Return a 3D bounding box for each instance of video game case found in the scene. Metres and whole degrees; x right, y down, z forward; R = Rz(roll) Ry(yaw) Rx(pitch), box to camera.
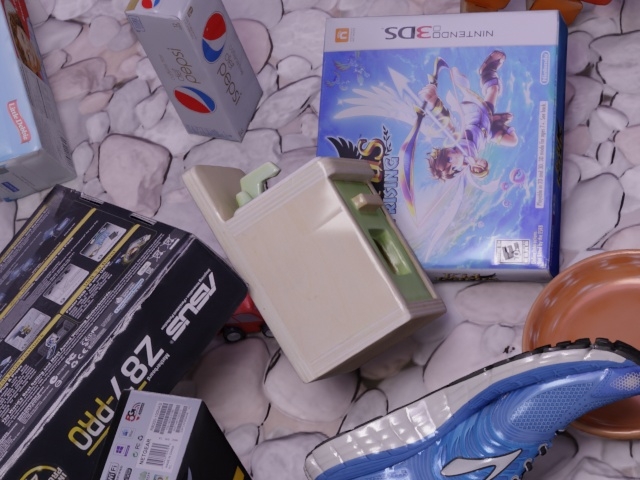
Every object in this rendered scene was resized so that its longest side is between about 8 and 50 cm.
[{"bbox_3d":[0.118,-0.094,1.844,0.244,0.061,0.269,0,77,17],"label":"video game case"}]

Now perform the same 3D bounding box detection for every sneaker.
[{"bbox_3d":[0.156,0.191,1.661,0.330,0.130,0.147,-27,83,16],"label":"sneaker"}]

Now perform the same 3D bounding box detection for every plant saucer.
[{"bbox_3d":[0.290,0.100,1.731,0.200,0.037,0.200,-7,56,11],"label":"plant saucer"}]

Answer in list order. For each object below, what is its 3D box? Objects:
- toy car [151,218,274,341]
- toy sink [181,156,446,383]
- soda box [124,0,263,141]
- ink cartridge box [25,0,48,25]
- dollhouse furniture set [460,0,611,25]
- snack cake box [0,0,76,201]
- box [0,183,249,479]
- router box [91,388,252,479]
[{"bbox_3d":[-0.164,0.089,1.860,0.239,0.053,0.225,24,67,28],"label":"toy car"},{"bbox_3d":[0.000,0.000,1.742,0.131,0.153,0.234,-33,80,14],"label":"toy sink"},{"bbox_3d":[-0.130,-0.197,1.935,0.069,0.216,0.074,11,62,22],"label":"soda box"},{"bbox_3d":[-0.429,-0.283,2.141,0.198,0.115,0.067,-16,54,4],"label":"ink cartridge box"},{"bbox_3d":[0.287,-0.266,1.854,0.259,0.262,0.135,12,59,-13],"label":"dollhouse furniture set"},{"bbox_3d":[-0.355,-0.189,1.981,0.089,0.152,0.264,-19,78,4],"label":"snack cake box"},{"bbox_3d":[-0.283,0.141,1.734,0.395,0.097,0.318,-53,32,-13],"label":"box"},{"bbox_3d":[-0.145,0.320,1.590,0.081,0.243,0.308,6,59,19],"label":"router box"}]
